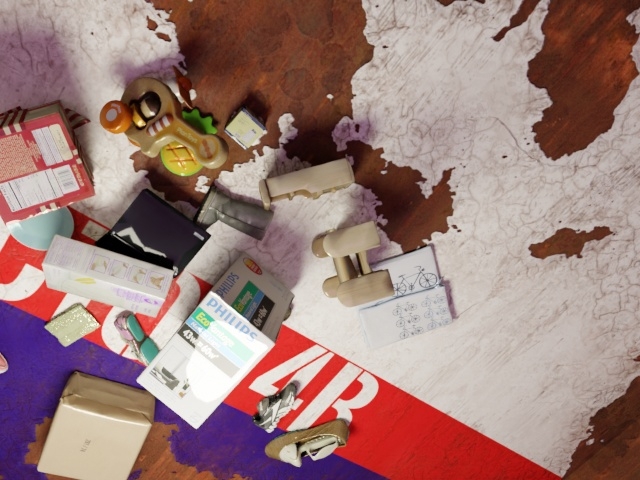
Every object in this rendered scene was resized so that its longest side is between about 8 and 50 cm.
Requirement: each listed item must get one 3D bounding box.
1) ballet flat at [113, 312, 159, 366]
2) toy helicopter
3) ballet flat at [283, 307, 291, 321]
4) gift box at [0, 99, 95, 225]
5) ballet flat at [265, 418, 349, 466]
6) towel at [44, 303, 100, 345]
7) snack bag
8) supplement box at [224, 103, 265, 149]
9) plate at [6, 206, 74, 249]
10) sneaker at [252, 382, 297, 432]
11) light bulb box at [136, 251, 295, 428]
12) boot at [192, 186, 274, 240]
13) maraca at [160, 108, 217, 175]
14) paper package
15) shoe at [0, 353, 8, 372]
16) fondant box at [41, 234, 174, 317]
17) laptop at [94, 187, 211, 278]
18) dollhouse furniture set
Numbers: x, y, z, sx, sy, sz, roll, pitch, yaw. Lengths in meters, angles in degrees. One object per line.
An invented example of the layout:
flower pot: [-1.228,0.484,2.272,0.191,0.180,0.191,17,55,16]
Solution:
ballet flat: [-0.606,0.337,1.718,0.079,0.077,0.222,-16,114,21]
toy helicopter: [-0.362,-0.303,1.315,0.355,0.140,0.235,33,91,19]
ballet flat: [-0.211,0.279,1.742,0.249,0.058,0.084,-22,117,3]
gift box: [-0.705,-0.204,1.328,0.276,0.258,0.255,-19,117,-20]
ballet flat: [-0.049,0.787,1.984,0.342,0.124,0.116,-16,117,1]
towel: [-0.799,0.273,1.678,0.148,0.027,0.110,-30,116,8]
snack bag: [0.273,0.198,1.779,0.322,0.037,0.343,-17,117,2]
supplement box: [-0.208,-0.314,1.443,0.083,0.056,0.083,40,106,-23]
plate: [-0.811,-0.059,1.510,0.188,0.024,0.188,-3,116,-6]
sneaker: [-0.174,0.605,1.901,0.106,0.078,0.234,25,113,-21]
light bulb box: [-0.290,0.277,1.540,0.225,0.358,0.361,40,106,-6]
boot: [-0.268,-0.050,1.569,0.208,0.076,0.190,24,113,-25]
maraca: [-0.360,-0.268,1.427,0.127,0.099,0.186,27,85,-18]
paper package: [-0.764,0.654,1.798,0.309,0.168,0.325,22,111,-17]
shoe: [-1.058,0.346,1.659,0.081,0.063,0.178,-35,112,16]
fondant box: [-0.613,0.113,1.513,0.330,0.096,0.238,18,154,-17]
laptop: [-0.500,-0.001,1.544,0.234,0.137,0.264,39,147,-22]
dollhouse furniture set: [0.000,0.000,1.466,0.256,0.362,0.395,-15,90,-6]
